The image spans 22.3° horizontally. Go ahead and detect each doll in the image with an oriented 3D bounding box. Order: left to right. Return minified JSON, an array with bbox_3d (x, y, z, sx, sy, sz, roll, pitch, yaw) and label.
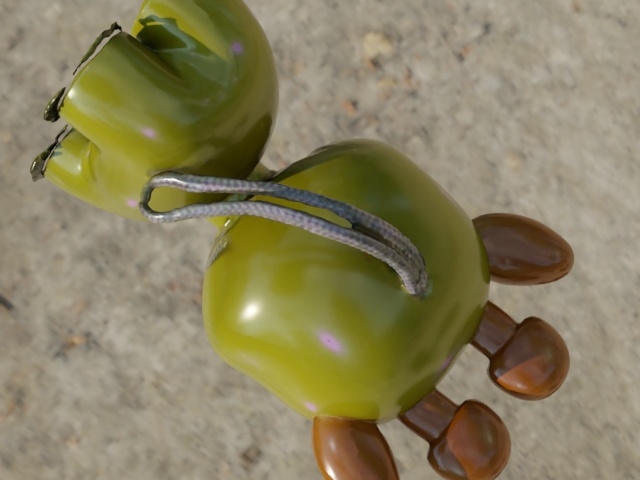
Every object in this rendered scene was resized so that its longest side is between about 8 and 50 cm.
[{"bbox_3d":[0.000,0.000,0.623,0.143,0.221,0.135,-49,3,-25],"label":"doll"}]
